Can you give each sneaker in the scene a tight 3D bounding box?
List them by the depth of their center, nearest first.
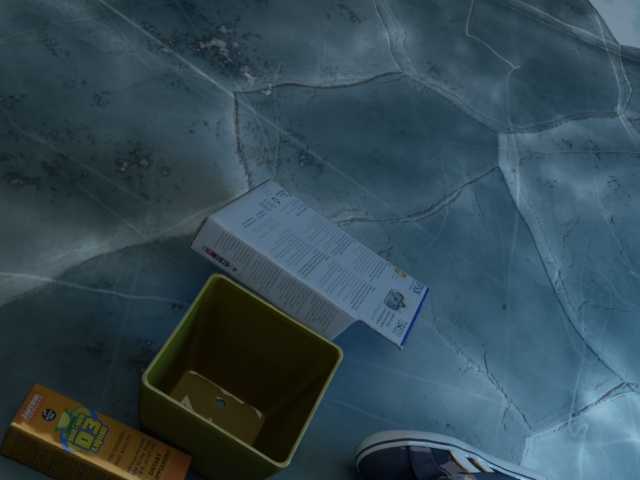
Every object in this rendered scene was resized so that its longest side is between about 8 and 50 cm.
[{"bbox_3d":[0.201,0.372,1.487,0.321,0.126,0.127,18,43,-15],"label":"sneaker"}]

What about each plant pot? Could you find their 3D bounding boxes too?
[{"bbox_3d":[-0.128,0.215,1.401,0.212,0.187,0.212,32,46,-1],"label":"plant pot"}]

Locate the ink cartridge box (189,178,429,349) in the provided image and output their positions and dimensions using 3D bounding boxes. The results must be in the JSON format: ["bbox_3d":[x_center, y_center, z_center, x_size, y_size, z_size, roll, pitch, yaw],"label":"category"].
[{"bbox_3d":[-0.004,0.045,1.566,0.330,0.071,0.324,36,17,4],"label":"ink cartridge box"}]

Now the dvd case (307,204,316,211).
[{"bbox_3d":[0.000,0.000,1.754,0.119,0.013,0.087,41,47,6],"label":"dvd case"}]

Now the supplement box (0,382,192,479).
[{"bbox_3d":[-0.292,0.279,1.343,0.233,0.080,0.078,25,45,-5],"label":"supplement box"}]
